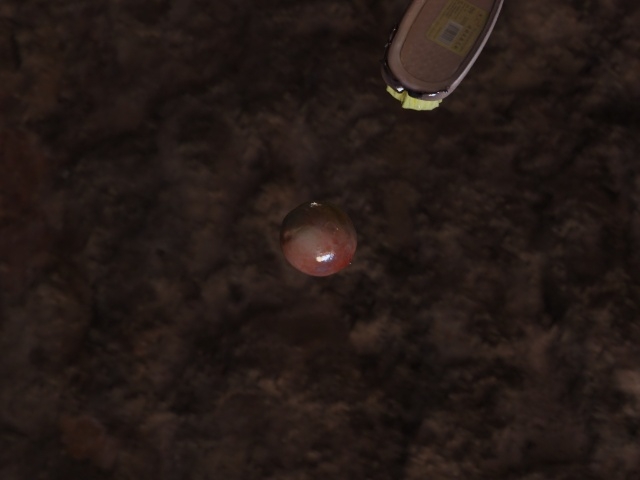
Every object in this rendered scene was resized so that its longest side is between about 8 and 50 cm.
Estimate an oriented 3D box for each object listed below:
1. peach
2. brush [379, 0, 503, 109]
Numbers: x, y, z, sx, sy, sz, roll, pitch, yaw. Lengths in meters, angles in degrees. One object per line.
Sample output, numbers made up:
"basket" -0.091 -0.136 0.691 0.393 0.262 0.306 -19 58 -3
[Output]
"peach" -0.002 -0.001 1.437 0.083 0.083 0.083 -25 -128 36
"brush" 0.134 -0.228 1.178 0.312 0.072 0.067 -60 175 -27
